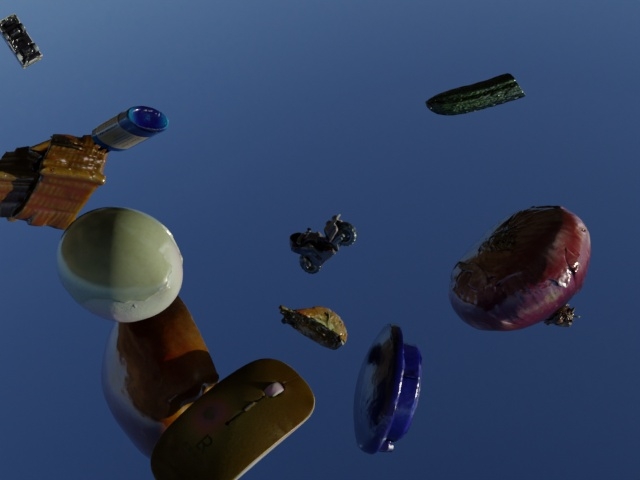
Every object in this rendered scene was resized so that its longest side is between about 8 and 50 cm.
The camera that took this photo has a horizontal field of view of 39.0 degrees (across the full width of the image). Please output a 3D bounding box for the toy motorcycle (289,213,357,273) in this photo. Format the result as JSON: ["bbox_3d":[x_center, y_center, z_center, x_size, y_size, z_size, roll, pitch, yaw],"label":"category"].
[{"bbox_3d":[0.000,-0.001,2.353,0.213,0.122,0.082,-39,-168,38],"label":"toy motorcycle"}]

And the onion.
[{"bbox_3d":[0.470,0.090,2.047,0.348,0.285,0.347,-39,-168,9],"label":"onion"}]

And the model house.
[{"bbox_3d":[-0.545,-0.129,1.810,0.200,0.219,0.229,21,166,-19],"label":"model house"}]

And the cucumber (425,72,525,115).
[{"bbox_3d":[0.410,-0.378,2.389,0.265,0.077,0.077,-17,-150,-1],"label":"cucumber"}]

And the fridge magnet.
[{"bbox_3d":[0.130,0.296,1.808,0.113,0.265,0.265,13,-150,-7],"label":"fridge magnet"}]

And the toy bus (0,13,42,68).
[{"bbox_3d":[-0.628,-0.415,1.888,0.052,0.102,0.058,-35,-169,-16],"label":"toy bus"}]

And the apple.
[{"bbox_3d":[-0.292,0.290,1.821,0.295,0.329,0.365,-53,-155,-4],"label":"apple"}]

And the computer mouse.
[{"bbox_3d":[-0.154,0.332,1.587,0.310,0.071,0.158,-38,-119,-17],"label":"computer mouse"}]

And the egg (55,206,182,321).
[{"bbox_3d":[-0.311,0.042,1.434,0.183,0.183,0.217,-28,-146,-28],"label":"egg"}]

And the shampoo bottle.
[{"bbox_3d":[-0.368,-0.206,1.705,0.087,0.050,0.183,8,165,-39],"label":"shampoo bottle"}]

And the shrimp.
[{"bbox_3d":[-0.017,0.175,1.911,0.043,0.184,0.091,-31,-131,43],"label":"shrimp"}]
